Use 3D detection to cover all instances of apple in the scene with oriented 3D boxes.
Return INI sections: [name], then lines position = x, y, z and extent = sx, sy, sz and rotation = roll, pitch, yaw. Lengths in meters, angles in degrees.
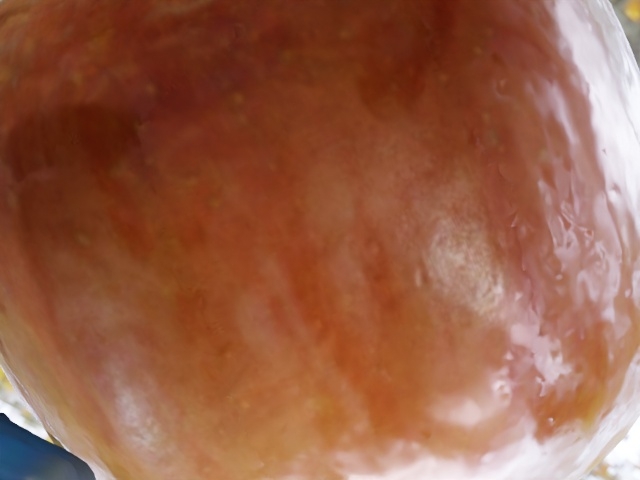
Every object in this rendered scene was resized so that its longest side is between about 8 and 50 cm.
[apple]
position = 0.000, 0.000, 0.613
extent = 0.242, 0.241, 0.242
rotation = -24, -173, 3

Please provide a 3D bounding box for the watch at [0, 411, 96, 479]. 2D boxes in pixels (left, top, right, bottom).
[watch]
position = -0.206, 0.130, 0.377
extent = 0.305, 0.274, 0.241
rotation = -59, 170, -80
